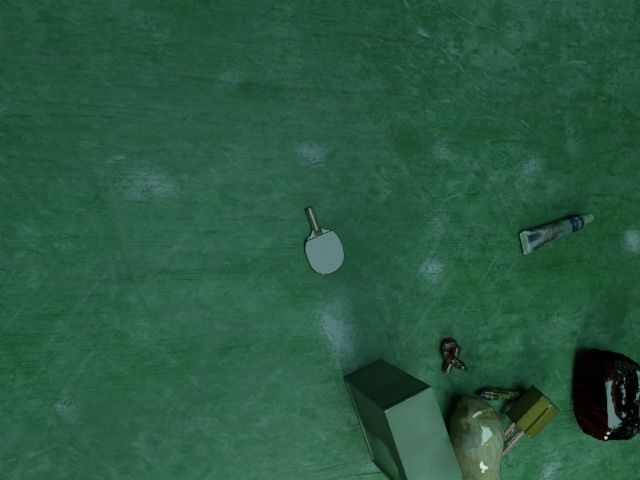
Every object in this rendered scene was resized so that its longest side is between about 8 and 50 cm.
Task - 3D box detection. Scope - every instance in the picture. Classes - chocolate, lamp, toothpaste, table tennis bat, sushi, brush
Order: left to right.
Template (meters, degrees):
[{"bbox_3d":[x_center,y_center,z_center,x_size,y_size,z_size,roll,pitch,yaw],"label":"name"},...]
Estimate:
[{"bbox_3d":[0.000,0.000,1.222,0.086,0.013,0.157,-23,101,-14],"label":"table tennis bat"},{"bbox_3d":[0.318,0.276,1.326,0.063,0.031,0.084,-11,91,-18],"label":"lamp"},{"bbox_3d":[0.368,0.519,1.301,0.134,0.134,0.310,-3,94,-18],"label":"chocolate"},{"bbox_3d":[0.482,0.474,1.371,0.233,0.047,0.103,-48,123,4],"label":"brush"},{"bbox_3d":[0.603,-0.026,1.406,0.216,0.037,0.062,-19,99,-12],"label":"toothpaste"},{"bbox_3d":[0.738,0.393,1.415,0.126,0.136,0.225,4,84,-21],"label":"sushi"}]

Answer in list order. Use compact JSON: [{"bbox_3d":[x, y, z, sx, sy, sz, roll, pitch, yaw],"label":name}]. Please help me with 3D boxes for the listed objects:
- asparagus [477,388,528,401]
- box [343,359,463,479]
[{"bbox_3d":[0.461,0.386,1.374,0.165,0.036,0.030,8,70,-17],"label":"asparagus"},{"bbox_3d":[0.172,0.398,1.180,0.117,0.225,0.225,-22,99,-16],"label":"box"}]
